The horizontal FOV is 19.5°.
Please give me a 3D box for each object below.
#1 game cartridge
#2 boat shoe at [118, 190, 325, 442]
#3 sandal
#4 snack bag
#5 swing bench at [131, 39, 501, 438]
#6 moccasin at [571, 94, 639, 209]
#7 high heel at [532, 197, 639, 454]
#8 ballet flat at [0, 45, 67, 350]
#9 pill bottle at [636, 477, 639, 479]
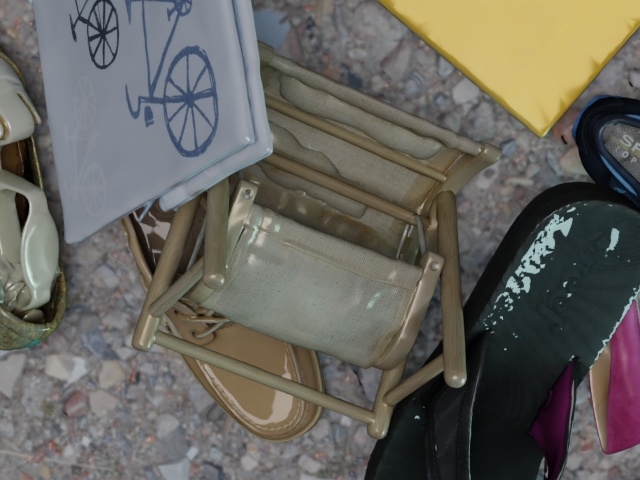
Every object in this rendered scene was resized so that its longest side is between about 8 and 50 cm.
[{"bbox_3d":[0.172,-0.302,1.691,0.324,0.053,0.285,41,99,2],"label":"game cartridge"},{"bbox_3d":[-0.110,0.044,1.729,0.122,0.110,0.341,-30,93,9],"label":"boat shoe"},{"bbox_3d":[0.161,0.155,1.651,0.167,0.107,0.445,11,119,-20],"label":"sandal"},{"bbox_3d":[-0.158,-0.176,1.597,0.037,0.342,0.323,-2,75,-35],"label":"snack bag"},{"bbox_3d":[0.000,0.000,1.632,0.253,0.165,0.254,23,57,-19],"label":"swing bench"},{"bbox_3d":[0.372,-0.008,1.669,0.342,0.117,0.137,27,99,2],"label":"moccasin"},{"bbox_3d":[0.243,0.079,1.713,0.117,0.082,0.244,-39,105,-1],"label":"high heel"},{"bbox_3d":[-0.302,-0.067,1.727,0.123,0.123,0.348,-8,99,7],"label":"ballet flat"},{"bbox_3d":[0.312,0.262,1.699,0.078,0.137,0.078,1,98,6],"label":"pill bottle"}]
